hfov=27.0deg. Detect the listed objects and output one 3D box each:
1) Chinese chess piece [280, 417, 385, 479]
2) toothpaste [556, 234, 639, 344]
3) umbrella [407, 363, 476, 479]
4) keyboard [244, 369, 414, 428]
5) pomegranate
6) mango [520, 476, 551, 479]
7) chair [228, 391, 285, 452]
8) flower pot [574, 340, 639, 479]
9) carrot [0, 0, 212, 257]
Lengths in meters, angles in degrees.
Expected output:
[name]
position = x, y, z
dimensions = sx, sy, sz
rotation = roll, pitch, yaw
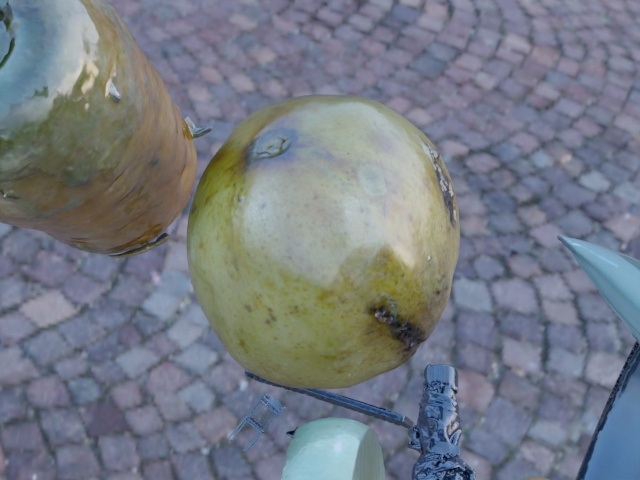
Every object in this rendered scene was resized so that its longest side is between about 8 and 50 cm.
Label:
[Chinese chess piece]
position = 0.008, 0.203, 0.982
dimensions = 0.059, 0.144, 0.144
rotation = 1, 37, 15
[toothpaste]
position = 0.154, 0.037, 0.559
dimensions = 0.064, 0.041, 0.218
rotation = 23, 12, -11
[umbrella]
position = 0.122, 0.225, 1.372
dimensions = 0.080, 0.071, 0.224
rotation = -2, 53, 12
[keyboard]
position = 0.010, 0.187, 1.586
dimensions = 0.204, 0.061, 0.013
rotation = 15, 80, 19
[pomegranate]
position = 0.000, 0.000, 1.156
dimensions = 0.260, 0.260, 0.260
rotation = 10, 40, -8
[mango]
position = 0.262, 0.367, 1.639
dimensions = 0.147, 0.109, 0.227
rotation = -8, 19, 24
[chair]
position = -0.085, 0.242, 1.780
dimensions = 0.037, 0.042, 0.086
rotation = 39, 78, 4
[flower pot]
position = 0.338, 0.207, 0.973
dimensions = 0.251, 0.379, 0.379
rotation = 25, 40, 2
[carrot]
position = -0.249, -0.116, 1.201
dimensions = 0.224, 0.341, 0.224
rotation = -2, 78, 12
